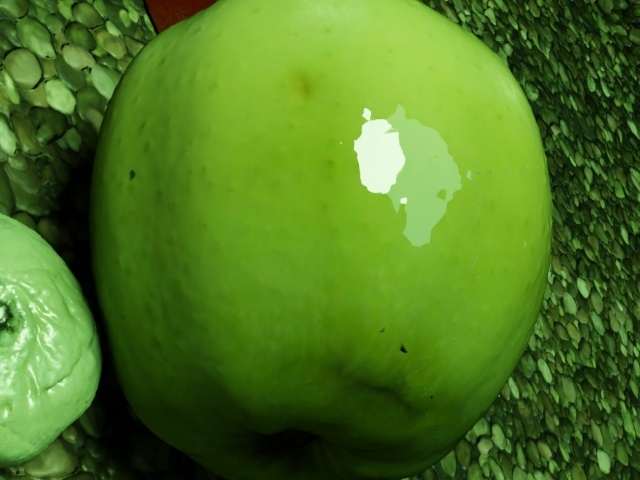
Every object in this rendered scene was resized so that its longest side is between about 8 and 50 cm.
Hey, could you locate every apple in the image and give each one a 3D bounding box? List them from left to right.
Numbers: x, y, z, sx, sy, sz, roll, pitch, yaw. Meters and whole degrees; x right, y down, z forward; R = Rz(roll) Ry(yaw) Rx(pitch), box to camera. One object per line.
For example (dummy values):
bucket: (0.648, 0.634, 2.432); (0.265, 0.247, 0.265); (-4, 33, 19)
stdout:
apple: (0.000, 0.000, 1.064); (0.474, 0.474, 0.473); (30, 48, -40)

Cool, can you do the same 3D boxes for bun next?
bun: (-0.270, 0.079, 0.953); (0.221, 0.108, 0.221); (31, 47, -40)

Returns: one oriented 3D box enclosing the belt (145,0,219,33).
belt: (-0.078, -0.261, 1.409); (0.324, 0.115, 0.227); (56, 36, -14)
